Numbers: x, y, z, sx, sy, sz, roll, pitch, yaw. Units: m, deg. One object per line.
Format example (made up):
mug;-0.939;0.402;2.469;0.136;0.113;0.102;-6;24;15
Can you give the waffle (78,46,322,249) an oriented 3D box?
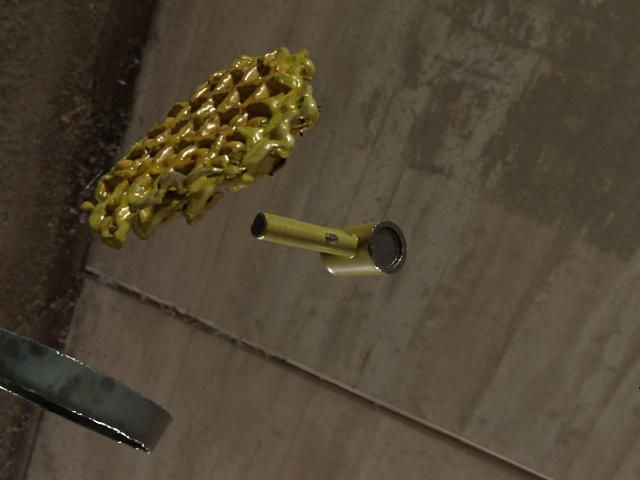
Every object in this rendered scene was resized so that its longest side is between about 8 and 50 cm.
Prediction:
waffle;-0.119;-0.104;0.650;0.280;0.060;0.262;-31;-149;6

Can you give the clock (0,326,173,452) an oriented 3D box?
clock;-0.256;0.155;0.633;0.215;0.214;0.042;99;14;-63

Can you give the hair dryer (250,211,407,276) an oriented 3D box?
hair dryer;0.000;0.000;1.011;0.278;0.134;0.090;13;77;-41

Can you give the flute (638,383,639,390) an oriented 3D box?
flute;0.591;0.187;0.950;0.233;0.027;0.027;-47;-172;44
